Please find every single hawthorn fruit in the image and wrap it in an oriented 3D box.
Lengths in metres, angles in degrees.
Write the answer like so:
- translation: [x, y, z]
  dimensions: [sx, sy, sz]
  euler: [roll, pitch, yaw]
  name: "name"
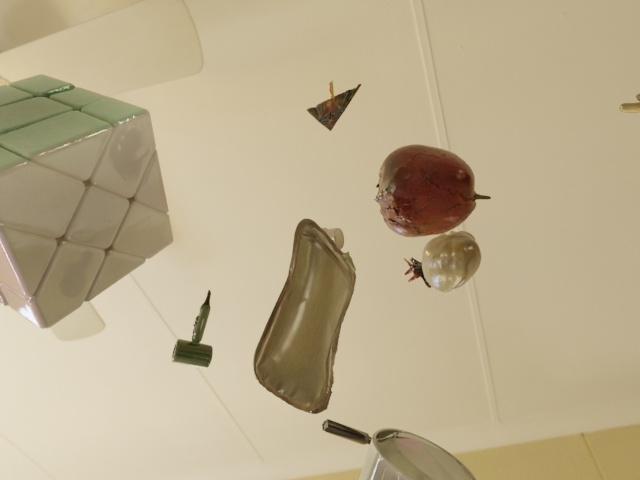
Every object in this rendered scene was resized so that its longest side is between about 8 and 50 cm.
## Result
- translation: [0.167, -0.074, 0.699]
  dimensions: [0.172, 0.148, 0.148]
  euler: [0, -55, 15]
  name: "hawthorn fruit"

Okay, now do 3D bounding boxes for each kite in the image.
- translation: [0.031, -0.358, 1.221]
  dimensions: [0.190, 0.159, 0.010]
  euler: [-11, -22, 39]
  name: "kite"

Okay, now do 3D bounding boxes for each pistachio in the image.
- translation: [0.279, 0.049, 0.990]
  dimensions: [0.125, 0.124, 0.184]
  euler: [-6, -35, 6]
  name: "pistachio"

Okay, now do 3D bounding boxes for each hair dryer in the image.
- translation: [-0.233, 0.168, 0.894]
  dimensions: [0.071, 0.047, 0.150]
  euler: [16, -94, -19]
  name: "hair dryer"

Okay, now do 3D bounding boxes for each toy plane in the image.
- translation: [0.332, 0.106, 1.384]
  dimensions: [0.189, 0.130, 0.061]
  euler: [15, -60, -28]
  name: "toy plane"

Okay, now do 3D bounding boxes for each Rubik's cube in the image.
- translation: [-0.518, -0.091, 0.868]
  dimensions: [0.316, 0.322, 0.318]
  euler: [21, -49, 22]
  name: "Rubik's cube"

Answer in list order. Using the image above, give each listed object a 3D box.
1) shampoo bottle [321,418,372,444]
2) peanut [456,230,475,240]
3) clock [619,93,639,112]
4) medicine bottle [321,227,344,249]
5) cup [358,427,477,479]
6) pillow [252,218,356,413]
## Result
- translation: [0.069, 0.422, 1.005]
  dimensions: [0.137, 0.027, 0.048]
  euler: [25, -27, -16]
  name: "shampoo bottle"
- translation: [0.385, 0.036, 1.297]
  dimensions: [0.082, 0.082, 0.187]
  euler: [9, -31, -4]
  name: "peanut"
- translation: [0.574, -0.212, 0.597]
  dimensions: [0.096, 0.234, 0.308]
  euler: [26, -39, -32]
  name: "clock"
- translation: [0.000, 0.000, 0.941]
  dimensions: [0.089, 0.052, 0.052]
  euler: [-6, -54, 29]
  name: "medicine bottle"
- translation: [0.064, 0.200, 0.306]
  dimensions: [0.074, 0.104, 0.116]
  euler: [17, -86, -56]
  name: "cup"
- translation: [-0.009, 0.085, 0.556]
  dimensions: [0.038, 0.232, 0.130]
  euler: [-16, -49, 35]
  name: "pillow"
